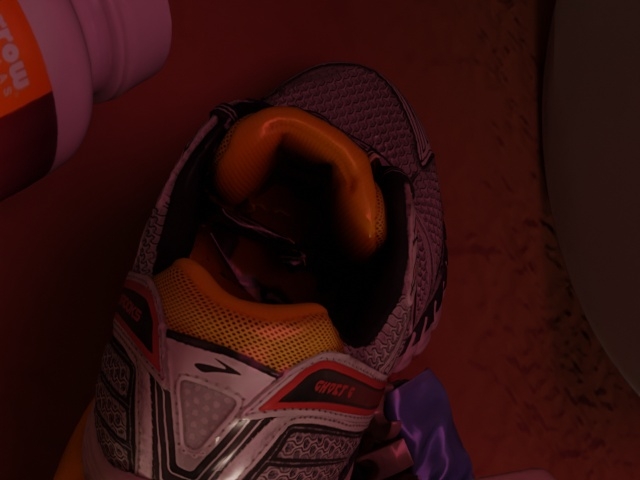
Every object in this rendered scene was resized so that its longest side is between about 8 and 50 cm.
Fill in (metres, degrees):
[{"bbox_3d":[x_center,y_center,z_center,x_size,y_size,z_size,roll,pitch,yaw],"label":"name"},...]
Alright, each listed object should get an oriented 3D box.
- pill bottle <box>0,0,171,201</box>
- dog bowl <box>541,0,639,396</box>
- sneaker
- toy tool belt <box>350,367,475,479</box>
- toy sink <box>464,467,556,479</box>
[{"bbox_3d":[-0.117,-0.041,0.380,0.152,0.086,0.086,-34,104,-31],"label":"pill bottle"},{"bbox_3d":[0.196,-0.049,0.482,0.104,0.265,0.265,2,84,-32],"label":"dog bowl"},{"bbox_3d":[0.000,0.000,0.401,0.088,0.093,0.225,18,30,-1],"label":"sneaker"},{"bbox_3d":[0.028,0.065,0.487,0.052,0.051,0.083,-30,101,-32],"label":"toy tool belt"},{"bbox_3d":[0.026,0.198,0.371,0.152,0.131,0.234,-4,52,-34],"label":"toy sink"}]
